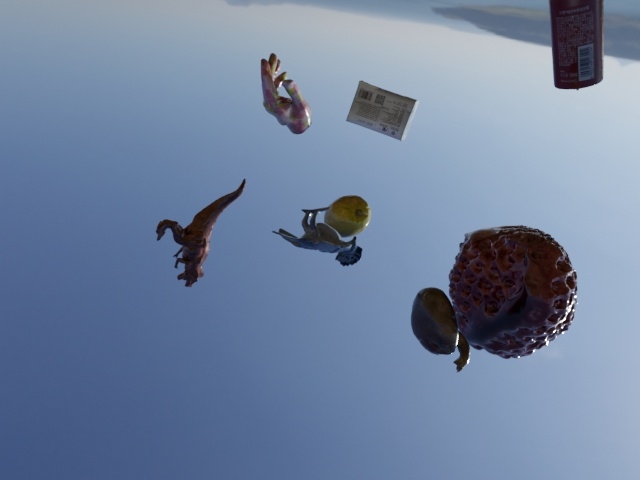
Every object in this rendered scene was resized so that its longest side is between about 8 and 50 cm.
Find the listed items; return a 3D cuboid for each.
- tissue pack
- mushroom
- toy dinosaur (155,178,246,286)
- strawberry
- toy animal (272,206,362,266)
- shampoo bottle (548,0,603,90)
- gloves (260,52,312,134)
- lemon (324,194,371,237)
[{"bbox_3d":[0.156,-0.323,1.206,0.149,0.106,0.099,23,-161,10],"label":"tissue pack"},{"bbox_3d":[0.231,0.177,0.948,0.080,0.135,0.170,-26,-111,-11],"label":"mushroom"},{"bbox_3d":[-0.408,-0.029,1.519,0.208,0.432,0.097,18,-154,-23],"label":"toy dinosaur"},{"bbox_3d":[0.446,0.098,1.063,0.296,0.317,0.345,26,168,0],"label":"strawberry"},{"bbox_3d":[0.000,0.000,1.255,0.256,0.176,0.239,-12,-174,-26],"label":"toy animal"},{"bbox_3d":[0.628,-0.527,1.186,0.118,0.314,0.076,7,-133,37],"label":"shampoo bottle"},{"bbox_3d":[-0.115,-0.416,1.396,0.241,0.126,0.145,41,-162,-45],"label":"gloves"},{"bbox_3d":[0.103,-0.093,1.877,0.170,0.169,0.207,-9,176,-33],"label":"lemon"}]
